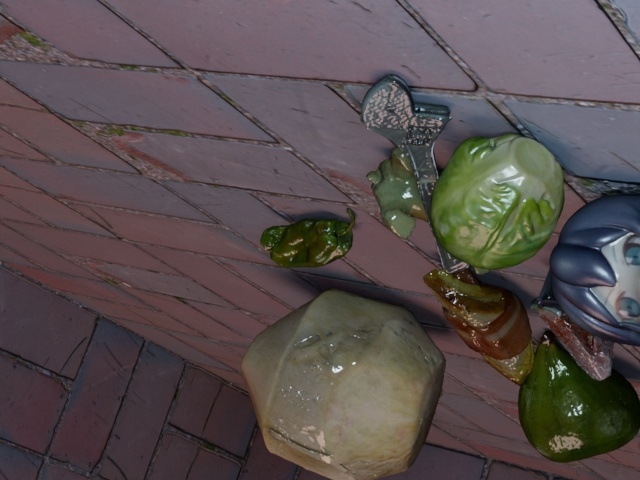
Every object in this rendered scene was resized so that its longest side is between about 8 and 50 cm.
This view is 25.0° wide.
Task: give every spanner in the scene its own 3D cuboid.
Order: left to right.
[{"bbox_3d":[0.115,-0.062,1.566,0.093,0.026,0.325,-9,139,12],"label":"spanner"}]

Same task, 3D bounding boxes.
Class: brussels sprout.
[{"bbox_3d":[0.191,-0.036,1.518,0.155,0.118,0.155,-12,152,-7],"label":"brussels sprout"}]

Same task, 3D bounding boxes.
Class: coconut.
[{"bbox_3d":[0.032,0.245,2.509,0.352,0.353,0.352,18,167,4],"label":"coconut"}]

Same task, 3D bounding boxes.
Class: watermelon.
[{"bbox_3d":[0.370,0.119,1.930,0.187,0.139,0.071,7,149,-42],"label":"watermelon"}]

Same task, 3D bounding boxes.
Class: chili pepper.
[{"bbox_3d":[-0.001,0.002,2.091,0.073,0.072,0.204,7,171,-40],"label":"chili pepper"}]

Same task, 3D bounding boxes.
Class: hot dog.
[{"bbox_3d":[0.250,0.110,2.133,0.123,0.093,0.261,18,155,44],"label":"hot dog"}]

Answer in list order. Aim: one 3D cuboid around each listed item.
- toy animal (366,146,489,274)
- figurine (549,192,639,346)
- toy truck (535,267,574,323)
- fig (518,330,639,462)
[{"bbox_3d":[0.141,-0.040,1.716,0.218,0.103,0.101,24,-175,-27],"label":"toy animal"},{"bbox_3d":[0.376,0.041,1.519,0.265,0.175,0.197,23,173,19],"label":"figurine"},{"bbox_3d":[0.361,0.062,1.797,0.192,0.083,0.092,6,156,48],"label":"toy truck"},{"bbox_3d":[0.404,0.237,2.361,0.203,0.203,0.235,-2,116,57],"label":"fig"}]
